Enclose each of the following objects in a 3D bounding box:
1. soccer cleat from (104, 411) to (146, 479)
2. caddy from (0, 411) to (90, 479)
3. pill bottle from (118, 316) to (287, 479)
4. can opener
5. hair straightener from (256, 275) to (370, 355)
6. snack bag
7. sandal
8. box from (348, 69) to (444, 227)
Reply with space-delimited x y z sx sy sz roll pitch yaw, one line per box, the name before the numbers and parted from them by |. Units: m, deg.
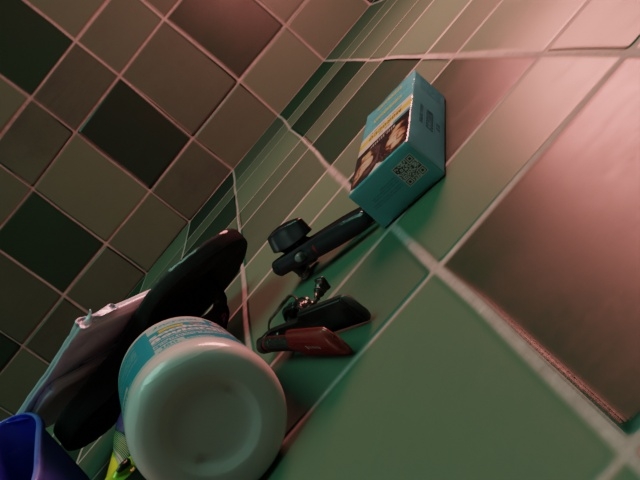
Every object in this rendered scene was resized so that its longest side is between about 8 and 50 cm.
soccer cleat | -0.209 0.287 0.840 0.289 0.094 0.121 -101 21 -66
caddy | -0.448 0.372 0.968 0.241 0.179 0.341 -38 24 -6
pill bottle | -0.135 0.158 0.757 0.146 0.146 0.264 -54 15 -10
can opener | 0.000 0.000 0.926 0.186 0.073 0.059 -23 22 43
hair straightener | -0.010 0.086 0.787 0.089 0.047 0.230 -57 11 -24
snack bag | -0.312 0.170 1.169 0.323 0.037 0.342 -25 -19 -52
sandal | -0.228 0.168 1.088 0.445 0.107 0.168 -51 -15 18
box | 0.101 -0.123 0.912 0.100 0.060 0.244 -43 16 28
